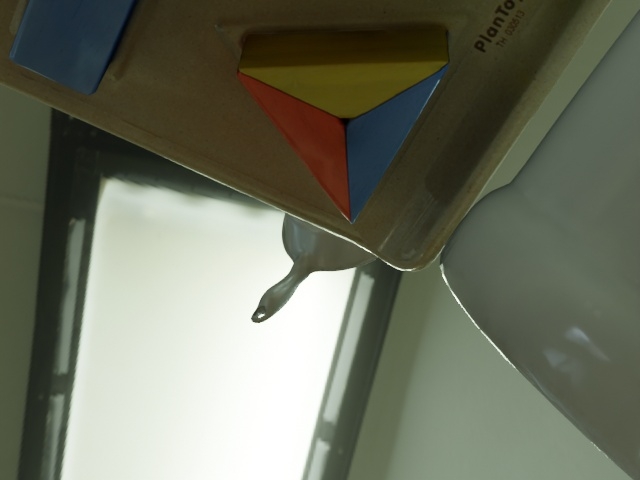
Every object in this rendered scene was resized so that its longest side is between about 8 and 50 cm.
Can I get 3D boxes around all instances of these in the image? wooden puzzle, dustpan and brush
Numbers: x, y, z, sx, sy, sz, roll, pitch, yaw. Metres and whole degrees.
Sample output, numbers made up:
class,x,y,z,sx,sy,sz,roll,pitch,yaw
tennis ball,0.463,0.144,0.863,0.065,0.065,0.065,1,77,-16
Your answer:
class,x,y,z,sx,sy,sz,roll,pitch,yaw
wooden puzzle,-0.029,-0.161,0.561,0.348,0.080,0.322,27,-59,-7
dustpan and brush,0.000,0.000,1.089,0.147,0.211,0.060,21,-45,32

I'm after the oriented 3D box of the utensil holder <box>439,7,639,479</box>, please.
class,x,y,z,sx,sy,sz,roll,pitch,yaw
utensil holder,0.281,-0.053,0.382,0.327,0.327,0.385,32,-81,-13
